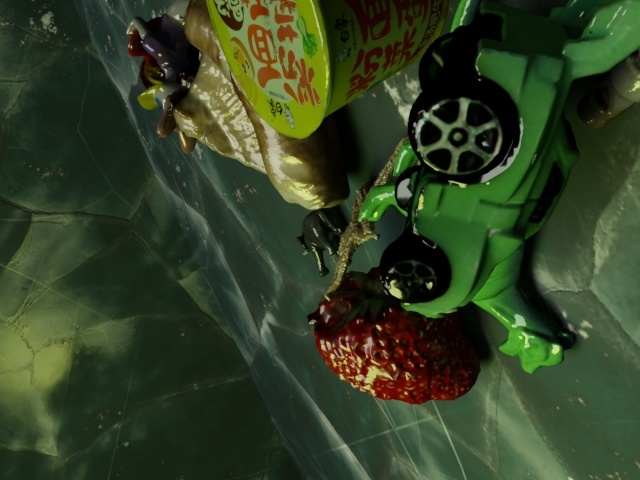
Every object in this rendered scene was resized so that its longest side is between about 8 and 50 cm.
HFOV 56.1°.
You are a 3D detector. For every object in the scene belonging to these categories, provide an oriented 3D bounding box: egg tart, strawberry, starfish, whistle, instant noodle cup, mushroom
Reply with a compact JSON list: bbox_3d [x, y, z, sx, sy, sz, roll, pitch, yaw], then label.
[{"bbox_3d":[-0.310,-0.385,1.449,0.215,0.215,0.171,49,169,28],"label":"egg tart"},{"bbox_3d":[0.131,0.167,1.043,0.261,0.261,0.258,20,136,58],"label":"strawberry"},{"bbox_3d":[0.072,-0.046,1.023,0.048,0.295,0.231,22,-171,-5],"label":"starfish"},{"bbox_3d":[0.310,-0.166,0.538,0.220,0.057,0.107,120,134,-69],"label":"whistle"},{"bbox_3d":[0.008,-0.319,0.792,0.311,0.221,0.311,46,152,33],"label":"instant noodle cup"},{"bbox_3d":[-0.070,-0.254,1.114,0.397,0.224,0.314,39,131,20],"label":"mushroom"}]

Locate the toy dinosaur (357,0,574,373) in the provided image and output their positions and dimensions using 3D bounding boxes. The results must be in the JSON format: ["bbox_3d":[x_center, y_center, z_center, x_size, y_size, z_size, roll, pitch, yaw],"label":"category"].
[{"bbox_3d":[0.244,-0.045,0.763,0.374,0.144,0.500,40,143,14],"label":"toy dinosaur"}]

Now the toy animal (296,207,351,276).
[{"bbox_3d":[0.004,0.009,1.359,0.137,0.082,0.269,61,162,10],"label":"toy animal"}]

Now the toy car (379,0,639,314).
[{"bbox_3d":[0.171,-0.089,0.613,0.176,0.213,0.359,13,123,6],"label":"toy car"}]

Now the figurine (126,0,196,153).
[{"bbox_3d":[-0.302,-0.410,1.285,0.193,0.421,0.154,12,176,17],"label":"figurine"}]
